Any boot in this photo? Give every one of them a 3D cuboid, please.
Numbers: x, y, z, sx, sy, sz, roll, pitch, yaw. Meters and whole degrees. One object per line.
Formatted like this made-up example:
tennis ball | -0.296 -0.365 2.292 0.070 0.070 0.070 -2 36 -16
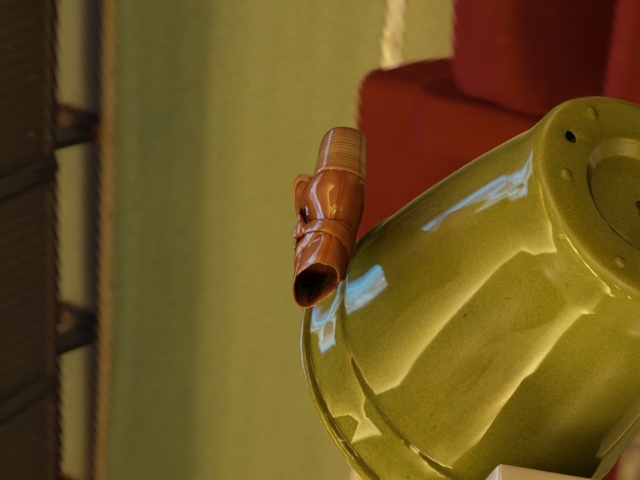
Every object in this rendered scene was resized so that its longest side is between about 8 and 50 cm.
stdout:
boot | 0.000 0.000 1.593 0.073 0.152 0.197 9 151 1

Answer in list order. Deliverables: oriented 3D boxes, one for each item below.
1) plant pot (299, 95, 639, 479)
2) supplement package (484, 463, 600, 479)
plant pot | 0.219 0.051 1.606 0.366 0.366 0.353 55 138 15
supplement package | 0.267 0.333 1.502 0.175 0.293 0.177 119 160 -57
